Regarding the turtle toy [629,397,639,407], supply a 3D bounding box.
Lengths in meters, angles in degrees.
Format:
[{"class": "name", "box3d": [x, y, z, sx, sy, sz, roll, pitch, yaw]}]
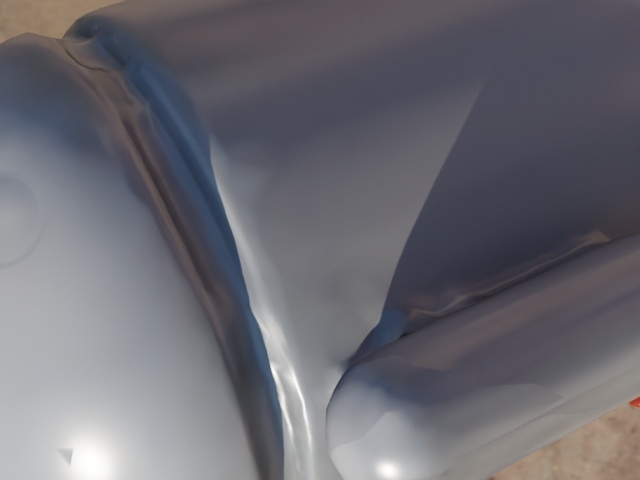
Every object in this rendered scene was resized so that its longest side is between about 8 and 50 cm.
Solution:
[{"class": "turtle toy", "box3d": [0.191, 0.068, 0.823, 0.130, 0.095, 0.066, -31, 28, 24]}]

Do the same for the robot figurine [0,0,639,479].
[{"class": "robot figurine", "box3d": [0.000, 0.000, 0.475, 0.300, 0.353, 0.199, 27, 135, 61]}]
